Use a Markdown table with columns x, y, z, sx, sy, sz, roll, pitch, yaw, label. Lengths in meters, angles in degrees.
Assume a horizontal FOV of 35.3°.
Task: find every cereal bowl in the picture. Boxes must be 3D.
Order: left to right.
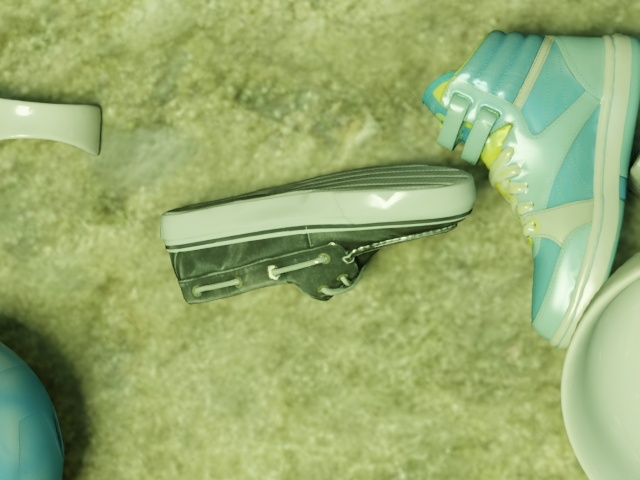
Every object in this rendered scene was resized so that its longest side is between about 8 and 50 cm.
| x | y | z | sx | sy | sz | roll | pitch | yaw | label |
| --- | --- | --- | --- | --- | --- | --- | --- | --- | --- |
| 0.388 | 0.123 | 0.869 | 0.339 | 0.141 | 0.339 | 12 | 121 | 21 | cereal bowl |

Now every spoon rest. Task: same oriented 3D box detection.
| x | y | z | sx | sy | sz | roll | pitch | yaw | label |
| --- | --- | --- | --- | --- | --- | --- | --- | --- | --- |
| -0.382 | -0.125 | 1.085 | 0.276 | 0.084 | 0.137 | 0 | 86 | 6 | spoon rest |

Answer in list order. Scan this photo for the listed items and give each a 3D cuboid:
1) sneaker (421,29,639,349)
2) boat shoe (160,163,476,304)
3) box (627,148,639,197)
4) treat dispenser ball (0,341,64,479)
| x | y | z | sx | sy | sz | roll | pitch | yaw | label |
| --- | --- | --- | --- | --- | --- | --- | --- | --- | --- |
| 0.192 | -0.062 | 0.997 | 0.208 | 0.127 | 0.319 | 11 | 78 | 5 | sneaker |
| 0.000 | 0.000 | 1.014 | 0.335 | 0.121 | 0.119 | -8 | 102 | 25 | boat shoe |
| 0.420 | -0.084 | 0.973 | 0.182 | 0.119 | 0.181 | 37 | 90 | 8 | box |
| -0.393 | 0.215 | 0.958 | 0.288 | 0.288 | 0.288 | 0 | 86 | 6 | treat dispenser ball |
